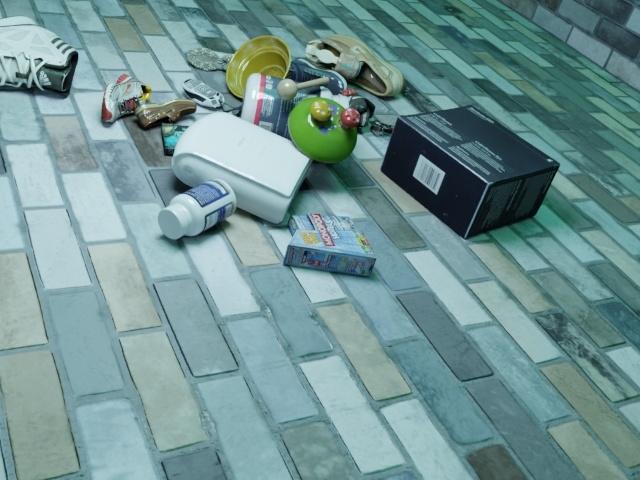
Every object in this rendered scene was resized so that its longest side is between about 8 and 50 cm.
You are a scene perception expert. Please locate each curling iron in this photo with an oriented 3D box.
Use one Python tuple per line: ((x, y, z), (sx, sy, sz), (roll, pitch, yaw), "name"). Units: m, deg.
((0.279, -0.321, 2.189), (0.273, 0.035, 0.068), (12, 32, -4), "curling iron")

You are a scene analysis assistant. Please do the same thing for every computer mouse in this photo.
((-0.314, -0.402, 2.057), (0.193, 0.042, 0.106), (31, 42, 11), "computer mouse")

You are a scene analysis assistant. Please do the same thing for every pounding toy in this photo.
((0.013, -0.317, 1.761), (0.182, 0.110, 0.237), (-18, 76, -31), "pounding toy")

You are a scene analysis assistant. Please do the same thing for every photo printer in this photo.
((-0.191, -0.189, 1.728), (0.307, 0.107, 0.256), (24, 36, 0), "photo printer")

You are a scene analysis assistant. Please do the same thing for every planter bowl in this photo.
((-0.170, -0.501, 2.170), (0.217, 0.217, 0.090), (41, -1, 31), "planter bowl")

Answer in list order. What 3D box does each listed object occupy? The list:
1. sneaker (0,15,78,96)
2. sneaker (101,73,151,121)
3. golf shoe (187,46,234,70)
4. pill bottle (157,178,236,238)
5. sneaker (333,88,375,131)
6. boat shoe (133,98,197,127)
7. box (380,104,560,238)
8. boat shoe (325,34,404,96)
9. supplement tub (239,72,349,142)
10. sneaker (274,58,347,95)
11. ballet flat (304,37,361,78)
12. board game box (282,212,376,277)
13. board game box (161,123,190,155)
((-0.792, -0.454, 1.817), (0.257, 0.169, 0.447), (25, 33, 15), "sneaker")
((-0.512, -0.375, 1.895), (0.092, 0.088, 0.225), (17, 35, -1), "sneaker")
((-0.337, -0.571, 2.276), (0.176, 0.069, 0.086), (9, 15, -16), "golf shoe")
((-0.269, -0.066, 1.559), (0.094, 0.094, 0.169), (31, 37, 20), "pill bottle")
((0.068, -0.374, 2.119), (0.135, 0.098, 0.276), (29, 35, 23), "sneaker")
((-0.407, -0.334, 1.914), (0.178, 0.064, 0.060), (-17, 77, -37), "boat shoe")
((0.401, -0.198, 1.946), (0.312, 0.179, 0.343), (-16, 46, -36), "box")
((0.125, -0.596, 2.434), (0.341, 0.122, 0.110), (34, 38, 22), "boat shoe")
((-0.076, -0.329, 1.918), (0.272, 0.191, 0.191), (10, 35, -10), "supplement tub")
((-0.043, -0.504, 2.258), (0.226, 0.086, 0.163), (28, 29, 26), "sneaker")
((0.013, -0.617, 2.380), (0.106, 0.108, 0.316), (7, 17, -36), "ballet flat")
((0.000, 0.000, 1.610), (0.194, 0.060, 0.194), (1, 38, -23), "board game box")
((-0.316, -0.256, 1.864), (0.186, 0.026, 0.126), (2, 38, -20), "board game box")
